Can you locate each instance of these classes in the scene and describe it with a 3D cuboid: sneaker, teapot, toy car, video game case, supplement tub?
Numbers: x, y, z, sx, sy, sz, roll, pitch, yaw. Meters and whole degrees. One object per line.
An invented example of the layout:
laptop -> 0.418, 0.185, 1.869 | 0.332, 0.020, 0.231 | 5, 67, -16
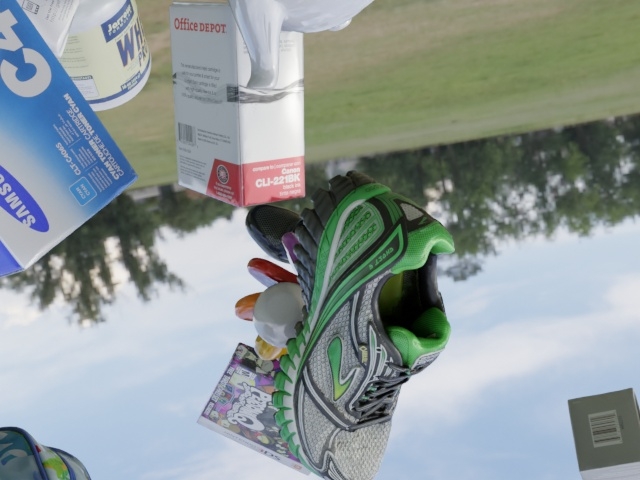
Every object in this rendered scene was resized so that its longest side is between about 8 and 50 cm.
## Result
sneaker -> 0.044, 0.114, 0.876 | 0.134, 0.343, 0.146 | -20, -144, -38
teapot -> -0.005, -0.321, 0.981 | 0.256, 0.187, 0.252 | -24, -140, 5
toy car -> -0.019, 0.056, 1.057 | 0.182, 0.136, 0.159 | -33, 160, -8
video game case -> -0.069, 0.270, 1.390 | 0.232, 0.210, 0.041 | -58, -173, 49
supplement tub -> -0.480, -0.442, 1.767 | 0.236, 0.235, 0.324 | -11, 148, -4
sneaker -> 0.000, 0.000, 1.279 | 0.087, 0.228, 0.130 | -53, 175, -30

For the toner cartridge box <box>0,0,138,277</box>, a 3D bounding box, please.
toner cartridge box -> -0.338, -0.152, 0.833 | 0.075, 0.347, 0.165 | -13, -153, 47

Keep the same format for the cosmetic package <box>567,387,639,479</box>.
cosmetic package -> 0.431, 0.336, 1.284 | 0.107, 0.238, 0.127 | -16, -138, 18

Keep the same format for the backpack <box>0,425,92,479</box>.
backpack -> -0.386, 0.348, 0.890 | 0.356, 0.273, 0.290 | -7, -150, -26

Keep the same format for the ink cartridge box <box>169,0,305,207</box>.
ink cartridge box -> -0.121, -0.203, 1.273 | 0.114, 0.272, 0.197 | -12, -160, -33

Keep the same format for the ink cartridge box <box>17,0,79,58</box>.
ink cartridge box -> -0.486, -0.341, 1.107 | 0.272, 0.130, 0.310 | 21, 177, -42
